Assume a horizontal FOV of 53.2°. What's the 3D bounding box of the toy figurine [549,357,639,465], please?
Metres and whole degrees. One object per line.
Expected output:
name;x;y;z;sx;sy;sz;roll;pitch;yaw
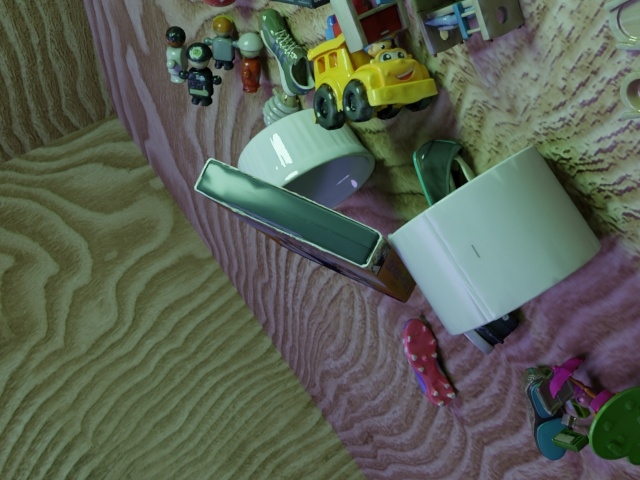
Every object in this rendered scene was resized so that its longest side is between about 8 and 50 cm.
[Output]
toy figurine;0.447;0.259;1.027;0.173;0.130;0.159;42;-177;-28

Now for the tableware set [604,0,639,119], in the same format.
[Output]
tableware set;0.370;-0.190;0.672;0.141;0.020;0.169;21;137;59

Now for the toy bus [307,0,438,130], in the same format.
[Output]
toy bus;0.075;-0.303;1.068;0.220;0.149;0.211;6;108;63

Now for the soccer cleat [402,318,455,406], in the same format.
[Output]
soccer cleat;0.248;0.293;1.544;0.248;0.083;0.095;63;164;-17

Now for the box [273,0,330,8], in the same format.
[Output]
box;-0.013;-0.502;0.930;0.143;0.165;0.270;35;149;49

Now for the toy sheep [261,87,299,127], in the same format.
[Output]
toy sheep;-0.096;-0.303;1.512;0.091;0.091;0.132;52;134;20

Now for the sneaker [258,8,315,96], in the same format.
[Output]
sneaker;-0.062;-0.398;1.349;0.086;0.064;0.192;15;133;52

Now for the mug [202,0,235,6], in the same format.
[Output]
mug;-0.216;-0.605;1.353;0.150;0.113;0.169;58;157;-2

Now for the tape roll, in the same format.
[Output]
tape roll;0.242;0.001;0.911;0.169;0.246;0.246;58;160;6

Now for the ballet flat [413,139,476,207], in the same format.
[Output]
ballet flat;0.235;-0.036;1.083;0.096;0.095;0.280;-9;109;29

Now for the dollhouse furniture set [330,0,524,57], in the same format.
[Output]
dollhouse furniture set;0.139;-0.296;0.830;0.129;0.183;0.129;13;130;63

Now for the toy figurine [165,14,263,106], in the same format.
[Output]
toy figurine;-0.259;-0.442;1.533;0.209;0.213;0.148;47;147;37

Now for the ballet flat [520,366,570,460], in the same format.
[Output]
ballet flat;0.424;0.322;1.208;0.067;0.073;0.206;-99;-7;-65

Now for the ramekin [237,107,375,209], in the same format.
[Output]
ramekin;-0.037;-0.151;1.333;0.135;0.277;0.277;61;161;16

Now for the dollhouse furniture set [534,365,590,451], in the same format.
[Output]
dollhouse furniture set;0.422;0.297;1.137;0.152;0.076;0.058;62;159;-8

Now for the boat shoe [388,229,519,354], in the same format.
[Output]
boat shoe;0.251;0.077;1.225;0.302;0.091;0.114;50;-170;21

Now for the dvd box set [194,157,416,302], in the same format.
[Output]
dvd box set;0.000;0.000;1.123;0.307;0.062;0.420;24;175;18
